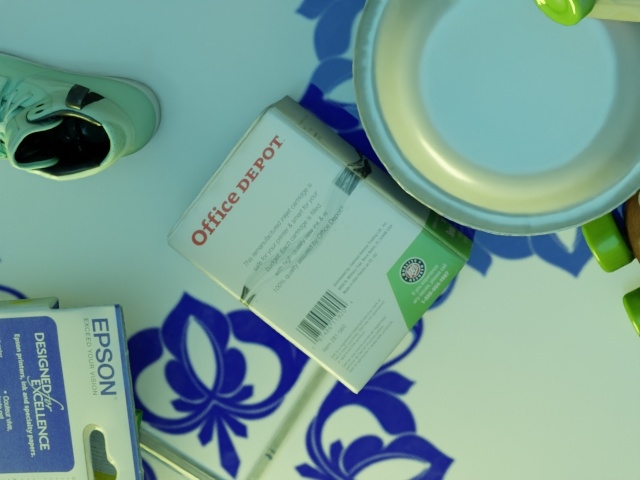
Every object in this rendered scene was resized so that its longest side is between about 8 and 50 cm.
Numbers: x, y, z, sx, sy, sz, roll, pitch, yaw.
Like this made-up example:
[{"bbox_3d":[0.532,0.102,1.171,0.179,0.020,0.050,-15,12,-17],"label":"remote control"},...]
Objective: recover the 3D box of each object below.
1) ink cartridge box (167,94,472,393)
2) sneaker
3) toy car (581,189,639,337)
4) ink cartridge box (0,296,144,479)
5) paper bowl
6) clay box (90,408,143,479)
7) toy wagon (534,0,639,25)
[{"bbox_3d":[0.000,0.000,1.681,0.219,0.092,0.160,39,105,-1],"label":"ink cartridge box"},{"bbox_3d":[-0.281,-0.109,1.669,0.256,0.151,0.094,3,105,9],"label":"sneaker"},{"bbox_3d":[0.314,0.020,1.589,0.155,0.188,0.149,-28,98,13],"label":"toy car"},{"bbox_3d":[-0.293,0.205,1.735,0.307,0.072,0.304,-3,99,15],"label":"ink cartridge box"},{"bbox_3d":[0.168,-0.144,1.597,0.284,0.148,0.284,2,102,9],"label":"paper bowl"},{"bbox_3d":[-0.252,0.252,1.798,0.127,0.053,0.222,15,106,8],"label":"clay box"},{"bbox_3d":[0.204,-0.331,1.523,0.267,0.068,0.344,-39,77,-20],"label":"toy wagon"}]
